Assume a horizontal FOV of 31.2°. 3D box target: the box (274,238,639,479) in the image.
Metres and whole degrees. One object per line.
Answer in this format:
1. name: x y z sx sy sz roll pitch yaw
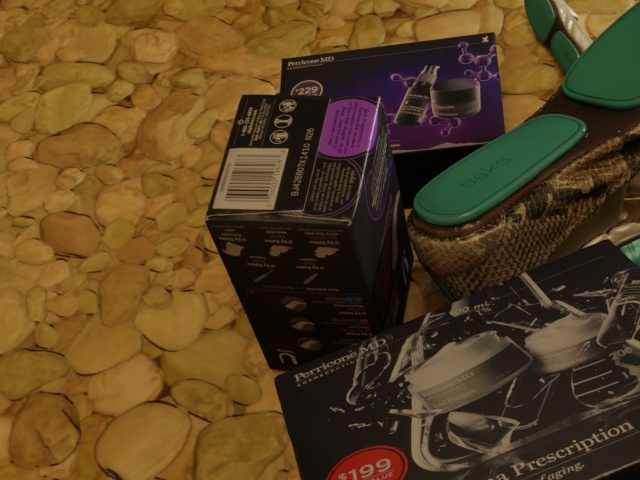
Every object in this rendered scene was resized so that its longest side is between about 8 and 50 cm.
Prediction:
1. box: 0.164 0.188 0.948 0.343 0.178 0.312 -22 23 -1

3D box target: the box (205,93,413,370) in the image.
1. box: 0.000 0.000 1.159 0.143 0.270 0.165 2 53 16

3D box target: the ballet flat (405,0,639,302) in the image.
1. ballet flat: 0.297 -0.098 1.225 0.483 0.182 0.164 -40 35 -14

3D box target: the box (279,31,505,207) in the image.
1. box: 0.086 -0.136 1.358 0.261 0.103 0.184 -6 49 9

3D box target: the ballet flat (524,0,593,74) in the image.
1. ballet flat: 0.307 -0.258 1.438 0.052 0.057 0.168 -1 50 -23

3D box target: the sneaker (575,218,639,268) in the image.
1. sneaker: 0.283 0.070 1.162 0.275 0.107 0.110 -35 66 -5
